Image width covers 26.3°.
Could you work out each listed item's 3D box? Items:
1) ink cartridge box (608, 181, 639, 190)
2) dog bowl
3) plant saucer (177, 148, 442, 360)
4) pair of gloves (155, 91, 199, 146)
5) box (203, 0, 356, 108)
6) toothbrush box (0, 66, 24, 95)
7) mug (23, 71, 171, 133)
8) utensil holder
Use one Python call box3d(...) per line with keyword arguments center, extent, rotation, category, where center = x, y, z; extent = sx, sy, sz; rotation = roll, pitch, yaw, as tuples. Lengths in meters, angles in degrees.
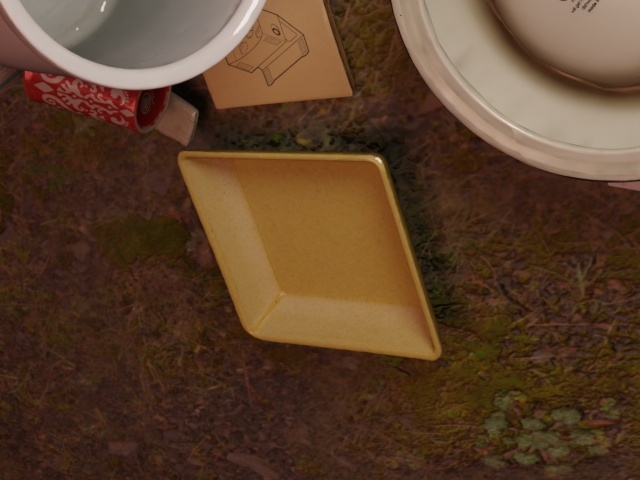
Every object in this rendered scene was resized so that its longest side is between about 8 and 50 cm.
box3d(center=(0.389, -0.094, 1.516), extent=(0.122, 0.088, 0.052), rotation=(11, 132, 28), category="ink cartridge box")
box3d(center=(0.281, -0.266, 1.396), extent=(0.408, 0.150, 0.408), rotation=(20, 136, 21), category="dog bowl")
box3d(center=(0.000, 0.000, 1.886), extent=(0.333, 0.081, 0.333), rotation=(4, 128, 33), category="plant saucer")
box3d(center=(-0.241, -0.257, 1.860), extent=(0.204, 0.042, 0.240), rotation=(27, 136, 18), category="pair of gloves")
box3d(center=(-0.069, -0.249, 1.735), extent=(0.201, 0.021, 0.164), rotation=(-3, 125, 26), category="box")
box3d(center=(-0.502, -0.334, 1.847), extent=(0.295, 0.216, 0.126), rotation=(22, 137, 17), category="toothbrush box")
box3d(center=(-0.300, -0.213, 1.812), extent=(0.169, 0.150, 0.113), rotation=(22, 92, 18), category="mug")
box3d(center=(-0.279, -0.338, 1.521), extent=(0.385, 0.327, 0.327), rotation=(14, 138, 57), category="utensil holder")
